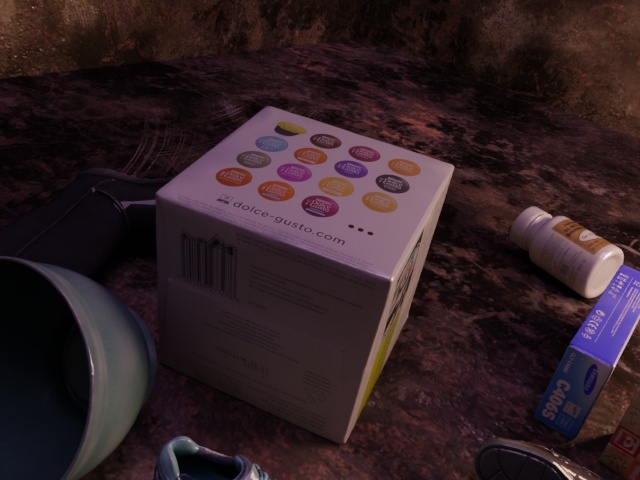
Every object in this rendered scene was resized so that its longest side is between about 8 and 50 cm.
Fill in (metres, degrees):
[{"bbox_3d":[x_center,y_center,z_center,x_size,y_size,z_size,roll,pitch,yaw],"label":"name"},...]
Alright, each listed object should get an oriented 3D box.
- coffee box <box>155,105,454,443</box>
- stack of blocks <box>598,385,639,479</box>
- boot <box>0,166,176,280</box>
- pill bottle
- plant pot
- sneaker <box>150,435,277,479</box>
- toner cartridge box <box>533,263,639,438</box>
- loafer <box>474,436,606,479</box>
[{"bbox_3d":[-0.025,0.038,0.999,0.337,0.338,0.334,21,38,14],"label":"coffee box"},{"bbox_3d":[0.586,0.327,0.903,0.297,0.171,0.087,31,36,29],"label":"stack of blocks"},{"bbox_3d":[-0.388,0.022,1.124,0.366,0.146,0.445,7,27,10],"label":"boot"},{"bbox_3d":[0.555,0.018,1.440,0.131,0.131,0.229,-13,38,-34],"label":"pill bottle"},{"bbox_3d":[-0.338,0.168,0.812,0.293,0.293,0.196,25,7,22],"label":"plant pot"},{"bbox_3d":[-0.084,0.327,0.740,0.283,0.122,0.110,20,32,14],"label":"sneaker"},{"bbox_3d":[0.497,0.184,1.118,0.075,0.165,0.347,28,35,27],"label":"toner cartridge box"},{"bbox_3d":[0.343,0.353,0.884,0.267,0.096,0.084,25,13,10],"label":"loafer"}]
